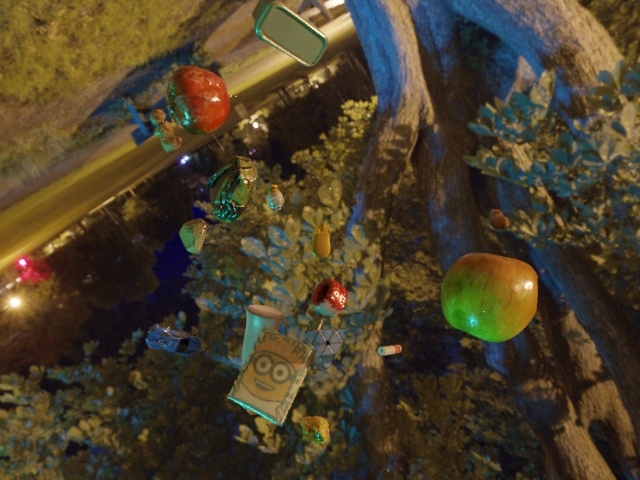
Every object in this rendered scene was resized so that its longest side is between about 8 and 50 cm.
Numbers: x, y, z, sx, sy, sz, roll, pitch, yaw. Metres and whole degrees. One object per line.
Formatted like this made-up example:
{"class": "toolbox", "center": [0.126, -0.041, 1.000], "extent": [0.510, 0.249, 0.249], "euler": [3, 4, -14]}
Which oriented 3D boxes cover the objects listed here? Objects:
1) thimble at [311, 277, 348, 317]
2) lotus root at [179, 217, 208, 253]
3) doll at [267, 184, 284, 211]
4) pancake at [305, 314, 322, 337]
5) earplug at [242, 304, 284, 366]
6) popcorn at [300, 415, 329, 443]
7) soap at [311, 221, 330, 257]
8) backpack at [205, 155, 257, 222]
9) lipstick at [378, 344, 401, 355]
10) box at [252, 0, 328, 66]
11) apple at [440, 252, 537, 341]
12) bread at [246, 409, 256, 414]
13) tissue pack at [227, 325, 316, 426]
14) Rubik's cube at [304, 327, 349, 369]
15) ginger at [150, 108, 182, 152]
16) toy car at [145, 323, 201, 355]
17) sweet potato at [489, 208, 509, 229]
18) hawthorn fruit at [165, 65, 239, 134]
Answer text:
{"class": "thimble", "center": [0.047, 0.294, 2.404], "extent": [0.163, 0.125, 0.190], "euler": [-28, -146, 36]}
{"class": "lotus root", "center": [-0.572, -0.037, 2.118], "extent": [0.070, 0.143, 0.144], "euler": [10, 124, -48]}
{"class": "doll", "center": [-0.197, -0.177, 2.077], "extent": [0.073, 0.127, 0.084], "euler": [-15, 158, 4]}
{"class": "pancake", "center": [-0.036, 0.439, 2.397], "extent": [0.139, 0.022, 0.140], "euler": [-47, -157, 27]}
{"class": "earplug", "center": [-0.273, 0.454, 2.074], "extent": [0.172, 0.172, 0.302], "euler": [-146, -112, -73]}
{"class": "popcorn", "center": [-0.019, 0.705, 1.759], "extent": [0.097, 0.109, 0.089], "euler": [-54, 152, 6]}
{"class": "soap", "center": [0.000, 0.000, 2.205], "extent": [0.089, 0.169, 0.033], "euler": [-3, -170, -2]}
{"class": "backpack", "center": [-0.345, -0.209, 1.830], "extent": [0.253, 0.140, 0.207], "euler": [-52, -135, 30]}
{"class": "lipstick", "center": [0.304, 0.479, 2.055], "extent": [0.038, 0.039, 0.130], "euler": [-20, 162, 39]}
{"class": "box", "center": [-0.123, -0.752, 1.673], "extent": [0.138, 0.274, 0.178], "euler": [-51, -136, 21]}
{"class": "apple", "center": [0.618, 0.209, 1.730], "extent": [0.339, 0.340, 0.340], "euler": [-30, -164, 10]}
{"class": "bread", "center": [-0.306, 0.809, 2.355], "extent": [0.067, 0.119, 0.192], "euler": [-2, 165, 18]}
{"class": "tissue pack", "center": [-0.182, 0.519, 1.816], "extent": [0.311, 0.227, 0.128], "euler": [-62, 164, -21]}
{"class": "Rubik's cube", "center": [0.040, 0.426, 2.120], "extent": [0.178, 0.190, 0.211], "euler": [-31, -136, 11]}
{"class": "ginger", "center": [-0.727, -0.515, 2.199], "extent": [0.104, 0.204, 0.080], "euler": [-17, -151, 18]}
{"class": "toy car", "center": [-0.571, 0.395, 1.838], "extent": [0.103, 0.216, 0.063], "euler": [-64, -156, 8]}
{"class": "sweet potato", "center": [0.704, -0.084, 1.875], "extent": [0.065, 0.051, 0.218], "euler": [-42, -169, 17]}
{"class": "hawthorn fruit", "center": [-0.417, -0.510, 1.712], "extent": [0.271, 0.242, 0.241], "euler": [-12, -176, -29]}
